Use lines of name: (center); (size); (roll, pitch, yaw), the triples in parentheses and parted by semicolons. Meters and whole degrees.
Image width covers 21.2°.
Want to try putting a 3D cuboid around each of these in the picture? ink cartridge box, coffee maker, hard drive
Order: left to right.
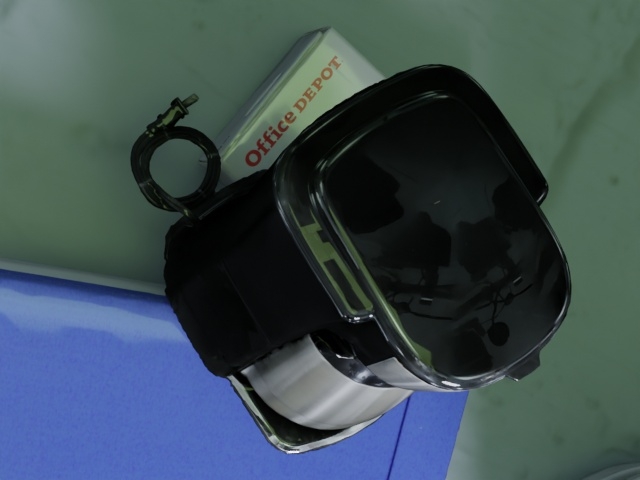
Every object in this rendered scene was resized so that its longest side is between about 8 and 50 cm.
hard drive: (-0.102, 0.123, 0.815); (0.318, 0.040, 0.210); (10, 103, -16)
coffee maker: (0.000, 0.000, 0.714); (0.171, 0.178, 0.120); (35, 66, -8)
ink cartridge box: (0.014, -0.034, 0.851); (0.122, 0.052, 0.088); (42, 83, -15)

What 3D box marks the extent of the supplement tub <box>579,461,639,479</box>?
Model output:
supplement tub: (0.208, 0.210, 0.806); (0.191, 0.272, 0.191); (-1, 93, -15)
